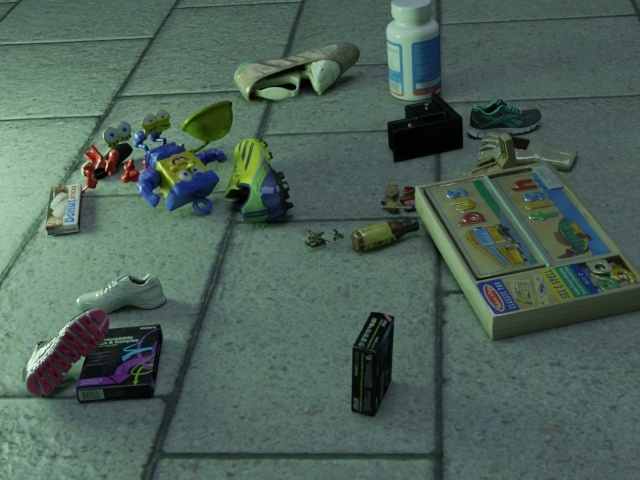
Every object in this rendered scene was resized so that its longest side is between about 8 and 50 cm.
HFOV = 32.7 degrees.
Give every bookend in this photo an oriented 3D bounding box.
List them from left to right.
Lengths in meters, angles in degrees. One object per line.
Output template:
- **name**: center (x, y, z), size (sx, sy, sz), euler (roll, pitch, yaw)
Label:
- **bookend**: center (0.204, -0.245, 2.337), size (0.156, 0.072, 0.157), euler (-12, 31, -11)

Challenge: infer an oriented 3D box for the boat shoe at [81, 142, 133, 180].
- **boat shoe**: center (-0.450, -0.168, 2.338), size (0.042, 0.049, 0.133), euler (23, 43, 31)

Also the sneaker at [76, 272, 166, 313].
- **sneaker**: center (-0.346, 0.087, 1.874), size (0.152, 0.061, 0.054), euler (-8, 32, -2)

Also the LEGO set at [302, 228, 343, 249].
- **LEGO set**: center (0.002, 0.001, 2.008), size (0.083, 0.023, 0.054), euler (0, 30, -18)

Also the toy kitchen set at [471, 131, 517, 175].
- **toy kitchen set**: center (0.326, -0.164, 2.111), size (0.083, 0.075, 0.068), euler (-21, 32, -7)

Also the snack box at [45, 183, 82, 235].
- **snack box**: center (-0.515, -0.063, 2.193), size (0.064, 0.022, 0.178), euler (-7, 30, -6)

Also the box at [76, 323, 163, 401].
- **box**: center (-0.315, 0.191, 1.722), size (0.116, 0.029, 0.162), euler (-5, 29, 1)

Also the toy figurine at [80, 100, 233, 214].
- **toy figurine**: center (-0.277, -0.129, 2.207), size (0.362, 0.191, 0.217), euler (-24, 65, -41)

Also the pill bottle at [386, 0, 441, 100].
- **pill bottle**: center (0.217, -0.448, 2.532), size (0.124, 0.222, 0.124), euler (-4, 31, 2)

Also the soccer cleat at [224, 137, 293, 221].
- **soccer cleat**: center (-0.144, -0.125, 2.172), size (0.121, 0.093, 0.289), euler (-19, 32, -9)

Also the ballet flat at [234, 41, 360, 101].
- **ballet flat**: center (-0.047, -0.392, 2.623), size (0.316, 0.108, 0.106), euler (-15, 51, -5)

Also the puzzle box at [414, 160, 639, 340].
- **puzzle box**: center (0.348, 0.004, 1.881), size (0.272, 0.052, 0.409), euler (-12, 36, -9)

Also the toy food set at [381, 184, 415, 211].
- **toy food set**: center (0.159, -0.078, 2.116), size (0.077, 0.019, 0.122), euler (3, 24, 13)

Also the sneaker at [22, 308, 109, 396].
- **sneaker**: center (-0.406, 0.169, 1.713), size (0.170, 0.063, 0.074), euler (-49, 30, -20)

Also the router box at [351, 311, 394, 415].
- **router box**: center (0.076, 0.179, 1.587), size (0.038, 0.122, 0.092), euler (11, 34, 17)

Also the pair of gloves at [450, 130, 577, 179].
- **pair of gloves**: center (0.386, -0.149, 2.175), size (0.204, 0.042, 0.240), euler (13, 36, 28)

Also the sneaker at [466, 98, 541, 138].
- **sneaker**: center (0.396, -0.269, 2.342), size (0.166, 0.076, 0.065), euler (-11, 32, -10)

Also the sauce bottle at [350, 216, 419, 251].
- **sauce bottle**: center (0.119, -0.014, 1.987), size (0.128, 0.042, 0.042), euler (-16, 32, -16)
